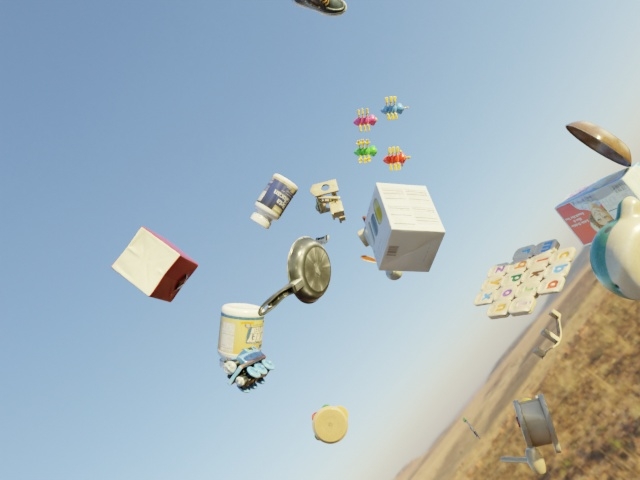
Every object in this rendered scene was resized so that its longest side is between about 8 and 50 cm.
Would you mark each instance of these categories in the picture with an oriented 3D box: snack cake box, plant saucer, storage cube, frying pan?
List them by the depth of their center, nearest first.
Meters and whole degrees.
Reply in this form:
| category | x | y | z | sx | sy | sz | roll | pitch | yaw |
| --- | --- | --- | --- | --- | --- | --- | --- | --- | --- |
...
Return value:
| category | x | y | z | sx | sy | sz | roll | pitch | yaw |
| --- | --- | --- | --- | --- | --- | --- | --- | --- | --- |
| plant saucer | 0.746 | -0.264 | 1.509 | 0.036 | 0.198 | 0.198 | -55 | -21 | 13 |
| frying pan | -0.063 | 0.089 | 1.592 | 0.326 | 0.053 | 0.197 | -6 | -90 | -56 |
| snack cake box | 0.813 | -0.093 | 1.596 | 0.089 | 0.152 | 0.264 | -39 | 1 | -24 |
| storage cube | -0.590 | 0.090 | 2.035 | 0.184 | 0.215 | 0.193 | -54 | -12 | -6 |

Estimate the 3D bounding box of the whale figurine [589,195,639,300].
| category | x | y | z | sx | sy | sz | roll | pitch | yaw |
| --- | --- | --- | --- | --- | --- | --- | --- | --- | --- |
| whale figurine | 0.657 | -0.003 | 1.151 | 0.272 | 0.216 | 0.141 | -48 | 12 | -15 |

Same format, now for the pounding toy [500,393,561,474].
| category | x | y | z | sx | sy | sz | roll | pitch | yaw |
| --- | --- | --- | --- | --- | --- | --- | --- | --- | --- |
| pounding toy | 0.518 | 0.476 | 1.465 | 0.155 | 0.154 | 0.269 | -18 | -1 | 13 |

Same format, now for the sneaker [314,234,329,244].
| category | x | y | z | sx | sy | sz | roll | pitch | yaw |
| --- | --- | --- | --- | --- | --- | --- | --- | --- | --- |
| sneaker | 0.000 | 0.000 | 2.226 | 0.083 | 0.037 | 0.032 | -38 | 32 | 41 |

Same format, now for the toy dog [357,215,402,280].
| category | x | y | z | sx | sy | sz | roll | pitch | yaw |
| --- | --- | --- | --- | --- | --- | --- | --- | --- | --- |
| toy dog | 0.256 | 0.006 | 2.430 | 0.220 | 0.333 | 0.161 | -48 | -49 | -2 |

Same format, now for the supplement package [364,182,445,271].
| category | x | y | z | sx | sy | sz | roll | pitch | yaw |
| --- | --- | --- | --- | --- | --- | --- | --- | --- | --- |
| supplement package | 0.296 | -0.048 | 2.050 | 0.198 | 0.263 | 0.199 | 3 | -49 | -12 |

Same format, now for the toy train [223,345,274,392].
| category | x | y | z | sx | sy | sz | roll | pitch | yaw |
| --- | --- | --- | --- | --- | --- | --- | --- | --- | --- |
| toy train | -0.204 | 0.359 | 1.587 | 0.080 | 0.105 | 0.184 | -57 | -15 | 11 |

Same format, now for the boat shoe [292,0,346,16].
| category | x | y | z | sx | sy | sz | roll | pitch | yaw |
| --- | --- | --- | --- | --- | --- | --- | --- | --- | --- |
| boat shoe | 0.004 | -0.765 | 1.800 | 0.083 | 0.183 | 0.065 | 157 | 118 | -73 |

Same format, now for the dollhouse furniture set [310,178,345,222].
| category | x | y | z | sx | sy | sz | roll | pitch | yaw |
| --- | --- | --- | --- | --- | --- | --- | --- | --- | --- |
| dollhouse furniture set | 0.036 | -0.102 | 2.121 | 0.101 | 0.161 | 0.182 | -14 | -37 | 2 |

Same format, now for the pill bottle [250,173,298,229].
| category | x | y | z | sx | sy | sz | roll | pitch | yaw |
| --- | --- | --- | --- | --- | --- | --- | --- | --- | --- |
| pill bottle | -0.154 | -0.123 | 1.840 | 0.169 | 0.094 | 0.094 | -58 | -20 | -5 |

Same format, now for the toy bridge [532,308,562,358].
| category | x | y | z | sx | sy | sz | roll | pitch | yaw |
| --- | --- | --- | --- | --- | --- | --- | --- | --- | --- |
| toy bridge | 0.755 | 0.315 | 1.864 | 0.188 | 0.063 | 0.026 | -53 | -3 | -32 |

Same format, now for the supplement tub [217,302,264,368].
| category | x | y | z | sx | sy | sz | roll | pitch | yaw |
| --- | --- | --- | --- | --- | --- | --- | --- | --- | --- |
| supplement tub | -0.261 | 0.314 | 1.859 | 0.144 | 0.144 | 0.200 | 1 | -85 | -65 |

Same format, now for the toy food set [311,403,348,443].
| category | x | y | z | sx | sy | sz | roll | pitch | yaw |
| --- | --- | --- | --- | --- | --- | --- | --- | --- | --- |
| toy food set | 0.021 | 0.407 | 1.260 | 0.020 | 0.082 | 0.083 | 113 | 161 | -75 |

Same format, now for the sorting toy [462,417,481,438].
| category | x | y | z | sx | sy | sz | roll | pitch | yaw |
| --- | --- | --- | --- | --- | --- | --- | --- | --- | --- |
| sorting toy | 0.547 | 0.682 | 2.070 | 0.012 | 0.083 | 0.062 | -39 | -57 | 0 |

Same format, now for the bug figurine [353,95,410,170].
| category | x | y | z | sx | sy | sz | roll | pitch | yaw |
| --- | --- | --- | --- | --- | --- | --- | --- | --- | --- |
| bug figurine | 0.234 | -0.405 | 2.183 | 0.072 | 0.216 | 0.279 | -97 | 5 | -85 |

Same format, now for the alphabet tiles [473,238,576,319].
| category | x | y | z | sx | sy | sz | roll | pitch | yaw |
| --- | --- | --- | --- | --- | --- | --- | --- | --- | --- |
| alphabet tiles | 0.560 | 0.106 | 1.565 | 0.278 | 0.021 | 0.284 | -23 | 23 | 51 |
